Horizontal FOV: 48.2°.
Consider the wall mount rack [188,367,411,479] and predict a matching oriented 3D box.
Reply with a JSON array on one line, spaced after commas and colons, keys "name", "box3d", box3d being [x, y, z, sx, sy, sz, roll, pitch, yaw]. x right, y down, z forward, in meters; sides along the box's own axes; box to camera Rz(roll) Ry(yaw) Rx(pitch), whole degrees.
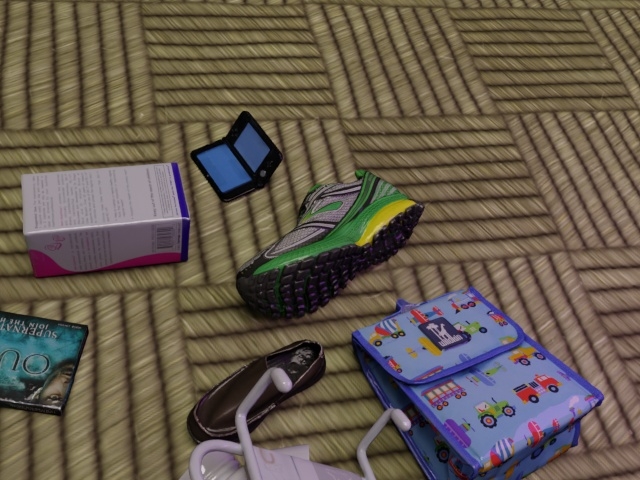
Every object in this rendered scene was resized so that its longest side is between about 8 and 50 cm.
[{"name": "wall mount rack", "box3d": [0.044, 0.287, 0.764, 0.350, 0.130, 0.304, 26, 20, -34]}]

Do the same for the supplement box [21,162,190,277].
[{"name": "supplement box", "box3d": [-0.309, -0.030, 1.038, 0.220, 0.111, 0.114, -7, 57, -18]}]

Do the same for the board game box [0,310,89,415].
[{"name": "board game box", "box3d": [-0.413, 0.154, 0.934, 0.186, 0.026, 0.126, 10, 53, -6]}]

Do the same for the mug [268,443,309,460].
[{"name": "mug", "box3d": [-0.046, 0.295, 0.898, 0.064, 0.062, 0.078, 0, 43, -3]}]

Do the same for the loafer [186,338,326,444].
[{"name": "loafer", "box3d": [-0.082, 0.190, 0.952, 0.220, 0.078, 0.080, -32, 67, -30]}]

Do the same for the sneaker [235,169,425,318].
[{"name": "sneaker", "box3d": [0.000, 0.000, 1.095, 0.146, 0.134, 0.343, 39, 47, 24]}]

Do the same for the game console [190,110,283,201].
[{"name": "game console", "box3d": [-0.140, -0.142, 1.186, 0.071, 0.107, 0.122, -6, 52, -52]}]

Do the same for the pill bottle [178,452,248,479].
[{"name": "pill bottle", "box3d": [-0.071, 0.341, 0.821, 0.215, 0.117, 0.117, 41, 56, 16]}]

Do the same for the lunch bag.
[{"name": "lunch bag", "box3d": [0.196, 0.191, 1.007, 0.221, 0.138, 0.293, -20, 49, -24]}]
